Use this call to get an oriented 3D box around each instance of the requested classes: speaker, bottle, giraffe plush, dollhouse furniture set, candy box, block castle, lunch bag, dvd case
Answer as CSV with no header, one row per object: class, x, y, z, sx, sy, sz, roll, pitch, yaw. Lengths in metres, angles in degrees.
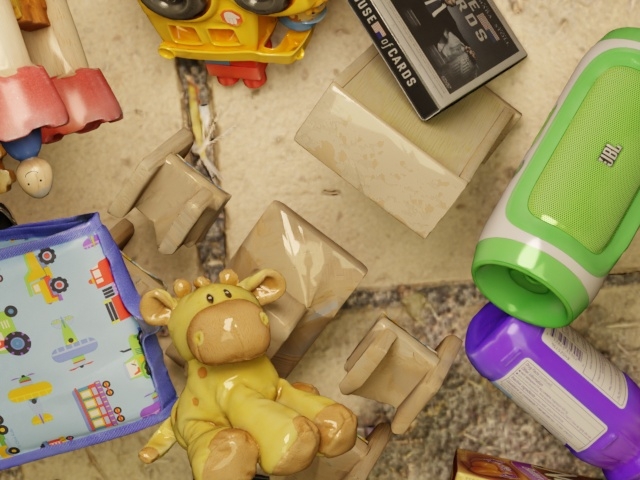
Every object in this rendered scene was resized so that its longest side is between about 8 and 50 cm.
speaker,0.261,-0.063,1.580,0.131,0.131,0.296,31,68,2
bottle,0.273,0.167,1.652,0.283,0.118,0.092,41,108,-12
giraffe plush,-0.080,0.116,1.504,0.210,0.181,0.170,4,103,48
dollhouse furniture set,0.000,0.000,1.650,0.362,0.256,0.394,37,117,2
candy box,0.226,0.267,1.670,0.187,0.109,0.053,13,97,3
block castle,-0.423,-0.081,1.448,0.453,0.303,0.212,-18,93,7
lunch bag,-0.288,0.100,1.582,0.293,0.138,0.221,-12,111,18
dvd case,0.107,-0.224,1.585,0.030,0.239,0.179,-32,92,33

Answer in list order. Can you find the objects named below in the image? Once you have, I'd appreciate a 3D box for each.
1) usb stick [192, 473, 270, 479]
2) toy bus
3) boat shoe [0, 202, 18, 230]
usb stick,0.000,0.293,1.722,0.278,0.045,0.077,6,102,4
toy bus,-0.068,-0.241,1.618,0.220,0.149,0.211,5,139,23
boat shoe,-0.325,0.020,1.729,0.049,0.042,0.133,-30,93,4
